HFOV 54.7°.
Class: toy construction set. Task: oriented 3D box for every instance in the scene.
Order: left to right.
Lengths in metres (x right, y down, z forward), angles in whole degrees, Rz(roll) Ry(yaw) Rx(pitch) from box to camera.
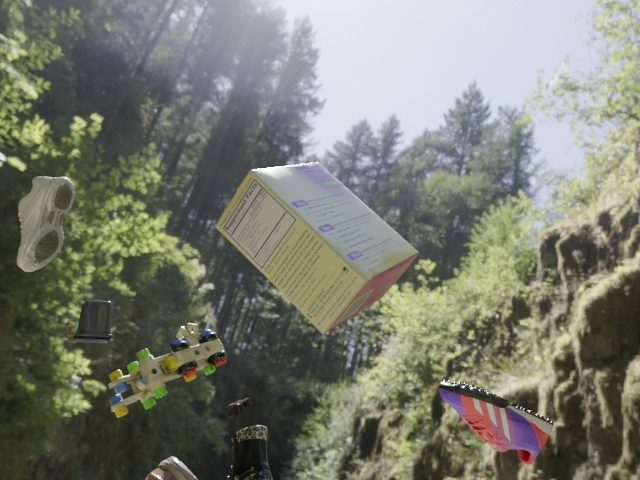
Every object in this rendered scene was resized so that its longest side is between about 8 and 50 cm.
[{"bbox_3d":[-0.367,0.314,1.565,0.215,0.328,0.151,-39,-92,32],"label":"toy construction set"}]

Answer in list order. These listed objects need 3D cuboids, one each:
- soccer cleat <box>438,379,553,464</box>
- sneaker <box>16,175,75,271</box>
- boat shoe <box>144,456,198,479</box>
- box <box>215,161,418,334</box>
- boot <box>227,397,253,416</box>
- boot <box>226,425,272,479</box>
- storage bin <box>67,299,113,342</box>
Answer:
[{"bbox_3d":[0.382,0.402,1.368,0.318,0.116,0.109,27,-7,-24],"label":"soccer cleat"},{"bbox_3d":[-0.659,-0.042,1.439,0.115,0.232,0.090,13,-11,21],"label":"sneaker"},{"bbox_3d":[-0.297,0.533,1.105,0.123,0.116,0.324,23,-60,30],"label":"boat shoe"},{"bbox_3d":[0.000,0.000,0.986,0.243,0.213,0.117,44,-63,14],"label":"box"},{"bbox_3d":[-0.290,0.561,2.063,0.114,0.106,0.037,-26,-94,50],"label":"boot"},{"bbox_3d":[-0.215,0.592,1.574,0.236,0.178,0.085,-32,-48,23],"label":"boot"},{"bbox_3d":[-0.527,0.187,1.423,0.098,0.091,0.135,7,-15,-24],"label":"storage bin"}]
